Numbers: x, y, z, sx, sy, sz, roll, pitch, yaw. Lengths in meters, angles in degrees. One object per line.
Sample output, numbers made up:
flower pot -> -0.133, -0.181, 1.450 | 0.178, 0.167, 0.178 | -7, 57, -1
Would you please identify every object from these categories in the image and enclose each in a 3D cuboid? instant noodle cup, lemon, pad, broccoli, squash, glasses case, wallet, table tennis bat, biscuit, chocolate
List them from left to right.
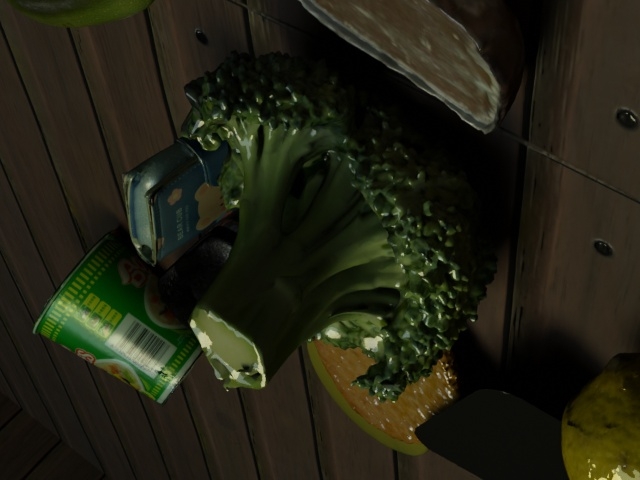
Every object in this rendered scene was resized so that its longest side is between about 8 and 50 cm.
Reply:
squash -> -0.285, -0.285, 1.313 | 0.341, 0.094, 0.094 | 10, 137, 45
instant noodle cup -> -0.292, 0.130, 1.816 | 0.232, 0.207, 0.207 | 37, 153, -1
wallet -> -0.114, -0.072, 1.245 | 0.059, 0.202, 0.141 | 45, 154, 23
glasses case -> -0.141, 0.058, 1.598 | 0.122, 0.082, 0.321 | 46, 152, -5
broccoli -> 0.020, -0.012, 1.079 | 0.249, 0.302, 0.375 | -21, 112, 20
biscuit -> 0.074, 0.129, 1.389 | 0.254, 0.035, 0.254 | 32, 137, 36
table tennis bat -> 0.104, 0.196, 1.490 | 0.368, 0.054, 0.224 | 7, 131, 56
chocolate -> 0.069, -0.205, 0.934 | 0.254, 0.080, 0.157 | 39, 168, 16
pad -> 0.294, 0.266, 1.310 | 0.375, 0.063, 0.315 | 31, 151, -5
lemon -> 0.312, 0.196, 1.060 | 0.180, 0.181, 0.193 | 13, 161, 47
